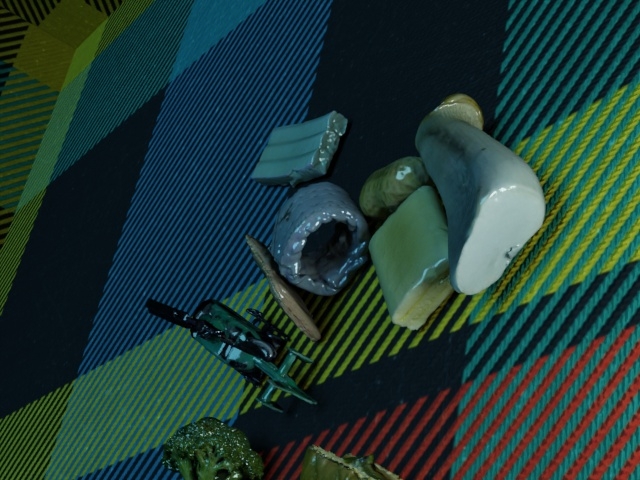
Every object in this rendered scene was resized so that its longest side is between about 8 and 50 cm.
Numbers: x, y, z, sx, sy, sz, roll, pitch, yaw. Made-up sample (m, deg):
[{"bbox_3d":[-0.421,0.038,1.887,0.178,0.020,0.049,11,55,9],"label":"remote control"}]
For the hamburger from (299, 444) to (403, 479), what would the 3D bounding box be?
[{"bbox_3d":[0.054,0.324,1.369,0.131,0.124,0.262,-64,26,-4],"label":"hamburger"}]

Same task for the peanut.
[{"bbox_3d":[0.110,-0.071,1.707,0.174,0.080,0.080,-29,40,61],"label":"peanut"}]

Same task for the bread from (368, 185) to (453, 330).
[{"bbox_3d":[0.133,0.023,1.592,0.139,0.060,0.178,-48,29,24],"label":"bread"}]

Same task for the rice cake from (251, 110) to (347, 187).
[{"bbox_3d":[-0.041,-0.159,2.095,0.237,0.043,0.127,-2,61,60],"label":"rice cake"}]

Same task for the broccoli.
[{"bbox_3d":[-0.163,0.328,1.725,0.162,0.145,0.138,-37,42,48],"label":"broccoli"}]

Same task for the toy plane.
[{"bbox_3d":[-0.121,0.170,1.806,0.381,0.155,0.106,32,92,47],"label":"toy plane"}]

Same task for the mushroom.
[{"bbox_3d":[0.191,-0.077,1.517,0.159,0.122,0.329,-34,32,11],"label":"mushroom"}]

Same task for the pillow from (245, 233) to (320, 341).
[{"bbox_3d":[-0.059,0.072,1.809,0.034,0.135,0.211,-34,29,2],"label":"pillow"}]

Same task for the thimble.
[{"bbox_3d":[0.000,-0.003,1.778,0.151,0.127,0.118,-60,24,17],"label":"thimble"}]
